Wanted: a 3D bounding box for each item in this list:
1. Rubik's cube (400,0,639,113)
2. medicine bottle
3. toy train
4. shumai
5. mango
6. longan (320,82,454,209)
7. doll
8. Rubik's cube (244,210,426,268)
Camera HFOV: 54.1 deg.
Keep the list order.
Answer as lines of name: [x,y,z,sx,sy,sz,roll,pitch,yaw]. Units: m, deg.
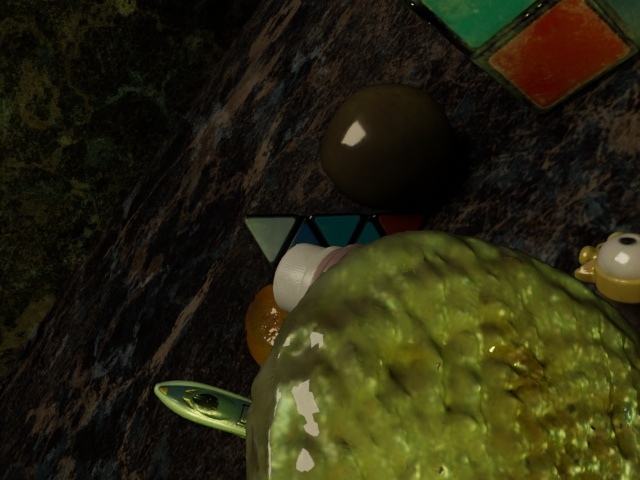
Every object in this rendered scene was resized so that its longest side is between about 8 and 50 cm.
Rubik's cube: [0.290,-0.412,0.782,0.313,0.318,0.316,-33,39,40]
medicine bottle: [0.062,0.079,0.798,0.247,0.147,0.147,17,77,35]
toy train: [-0.110,0.244,0.866,0.048,0.251,0.055,-12,56,57]
shumai: [0.097,0.203,0.527,0.323,0.397,0.324,-44,26,57]
mango: [-0.073,0.153,1.059,0.115,0.090,0.178,-35,46,24]
longan: [0.100,-0.139,0.936,0.196,0.196,0.220,-48,-10,18]
doll: [0.339,0.057,0.535,0.117,0.086,0.291,-19,29,-10]
Rubik's cube: [0.000,0.000,0.936,0.250,0.234,0.284,-43,34,25]
